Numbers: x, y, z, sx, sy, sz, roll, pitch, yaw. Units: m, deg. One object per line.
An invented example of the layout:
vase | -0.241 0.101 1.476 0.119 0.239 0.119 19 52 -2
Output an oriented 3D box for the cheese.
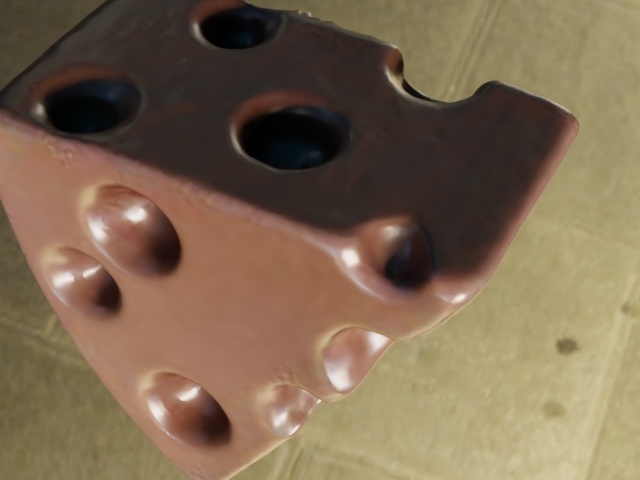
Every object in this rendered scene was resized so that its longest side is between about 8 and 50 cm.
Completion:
cheese | -0.017 0.010 0.603 0.203 0.177 0.128 20 46 16
